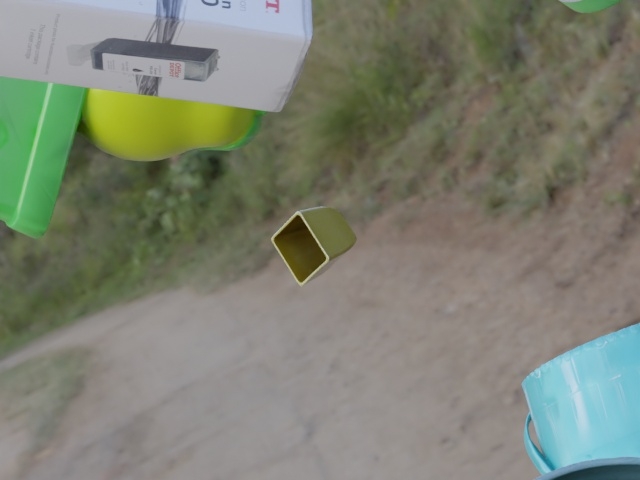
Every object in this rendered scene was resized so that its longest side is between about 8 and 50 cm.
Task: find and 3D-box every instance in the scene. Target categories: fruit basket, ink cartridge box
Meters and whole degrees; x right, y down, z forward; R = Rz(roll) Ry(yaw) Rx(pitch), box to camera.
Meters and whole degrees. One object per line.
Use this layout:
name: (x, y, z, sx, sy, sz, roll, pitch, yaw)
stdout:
fruit basket: (-0.248, -0.195, 1.534, 0.392, 0.392, 0.283, -27, 33, -13)
ink cartridge box: (-0.119, -0.182, 0.987, 0.218, 0.158, 0.092, 7, -30, -15)

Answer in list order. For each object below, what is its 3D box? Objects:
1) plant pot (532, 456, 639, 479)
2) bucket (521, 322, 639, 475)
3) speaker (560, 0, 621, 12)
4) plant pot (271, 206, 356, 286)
plant pot: (0.227, 0.333, 1.122, 0.293, 0.293, 0.196, -26, -25, -10)
bucket: (0.351, 0.195, 1.561, 0.281, 0.183, 0.281, -16, -17, -5)
speaker: (0.197, -0.352, 1.395, 0.131, 0.296, 0.131, -33, 30, 22)
plant pot: (0.000, 0.000, 2.054, 0.083, 0.081, 0.081, -23, -15, -41)
